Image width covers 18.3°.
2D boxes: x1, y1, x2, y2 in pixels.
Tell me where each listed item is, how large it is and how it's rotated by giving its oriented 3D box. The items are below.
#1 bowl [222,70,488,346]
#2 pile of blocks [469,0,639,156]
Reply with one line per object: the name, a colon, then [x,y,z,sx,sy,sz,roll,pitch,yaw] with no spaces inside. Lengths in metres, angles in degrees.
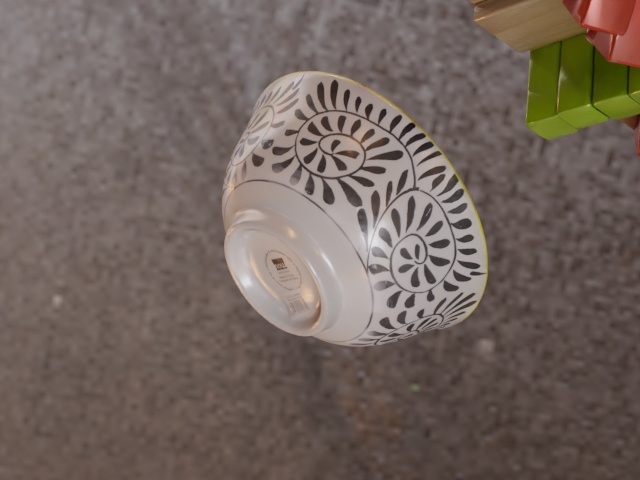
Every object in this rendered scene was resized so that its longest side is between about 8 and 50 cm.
bowl: [0.000,0.000,1.080,0.170,0.080,0.170,31,143,28]
pile of blocks: [0.122,-0.117,0.918,0.149,0.362,0.113,-3,65,19]
